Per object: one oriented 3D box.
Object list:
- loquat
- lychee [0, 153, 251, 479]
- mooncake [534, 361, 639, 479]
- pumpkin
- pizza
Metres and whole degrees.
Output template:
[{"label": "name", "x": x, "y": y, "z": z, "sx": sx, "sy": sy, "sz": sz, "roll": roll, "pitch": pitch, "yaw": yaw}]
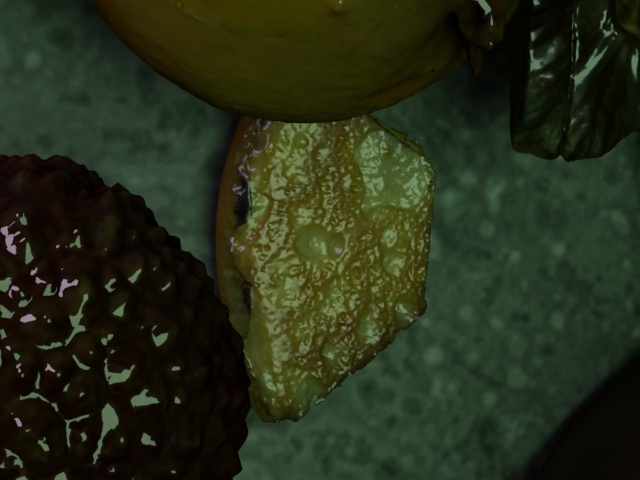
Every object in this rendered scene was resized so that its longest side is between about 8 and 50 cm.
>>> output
[{"label": "loquat", "x": -0.003, "y": -0.147, "z": 0.676, "sx": 0.208, "sy": 0.208, "sz": 0.208, "roll": -4, "pitch": 99, "yaw": -25}, {"label": "lychee", "x": -0.121, "y": 0.070, "z": 0.662, "sx": 0.188, "sy": 0.188, "sz": 0.188, "roll": -4, "pitch": 99, "yaw": -25}, {"label": "mooncake", "x": 0.234, "y": 0.147, "z": 0.794, "sx": 0.290, "sy": 0.290, "sz": 0.161, "roll": -42, "pitch": 113, "yaw": -14}, {"label": "pumpkin", "x": 0.141, "y": -0.169, "z": 0.753, "sx": 0.131, "sy": 0.126, "sz": 0.248, "roll": -7, "pitch": 82, "yaw": -25}, {"label": "pizza", "x": 0.000, "y": 0.000, "z": 0.794, "sx": 0.099, "sy": 0.036, "sz": 0.160, "roll": -2, "pitch": 99, "yaw": -25}]
